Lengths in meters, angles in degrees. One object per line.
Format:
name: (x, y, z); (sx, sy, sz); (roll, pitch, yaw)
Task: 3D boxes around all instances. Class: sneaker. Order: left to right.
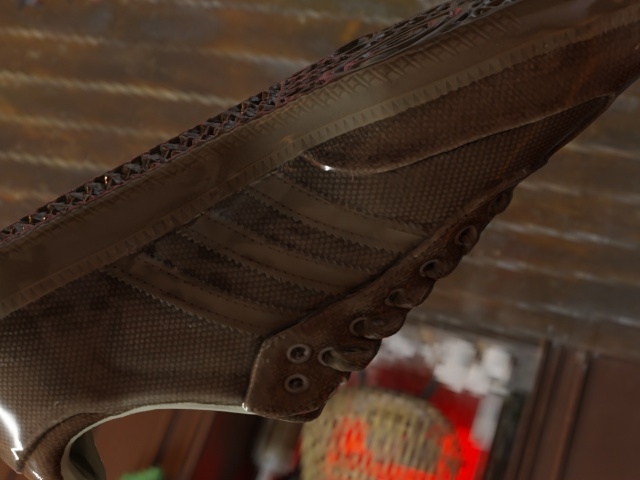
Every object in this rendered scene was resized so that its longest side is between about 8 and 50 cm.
sneaker: (0.000, 0.000, 0.363); (0.188, 0.066, 0.071); (-25, 101, 16)
